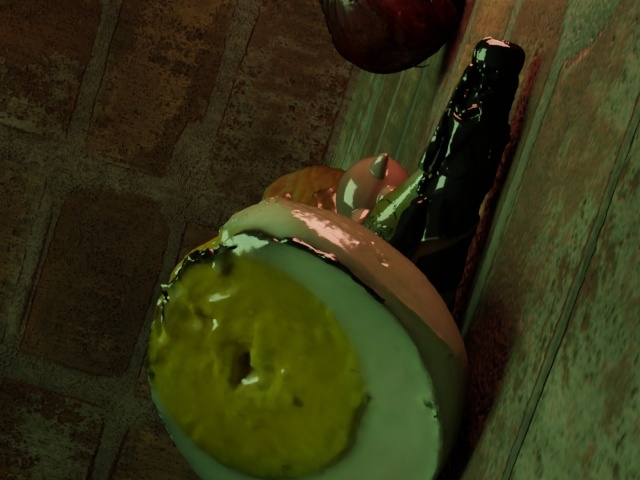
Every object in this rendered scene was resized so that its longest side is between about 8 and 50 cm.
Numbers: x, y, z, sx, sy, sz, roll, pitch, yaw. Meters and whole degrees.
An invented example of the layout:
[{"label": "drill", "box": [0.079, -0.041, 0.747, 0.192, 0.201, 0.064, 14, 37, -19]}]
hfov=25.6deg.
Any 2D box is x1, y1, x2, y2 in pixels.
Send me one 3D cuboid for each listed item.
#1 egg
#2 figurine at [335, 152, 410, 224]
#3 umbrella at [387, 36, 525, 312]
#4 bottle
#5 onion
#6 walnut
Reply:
[{"label": "egg", "box": [0.011, 0.103, 1.321, 0.201, 0.337, 0.337, -42, -20, -47]}, {"label": "figurine", "box": [0.081, -0.056, 1.965, 0.138, 0.125, 0.125, 44, -117, -79]}, {"label": "umbrella", "box": [0.122, -0.040, 1.454, 0.113, 0.106, 0.358, -109, 37, -88]}, {"label": "bottle", "box": [0.107, -0.030, 1.741, 0.270, 0.083, 0.083, 122, 166, -48]}, {"label": "onion", "box": [0.121, -0.386, 2.127, 0.221, 0.281, 0.281, -11, 55, 43]}, {"label": "walnut", "box": [0.000, 0.000, 2.127, 0.228, 0.228, 0.228, -163, 90, -85]}]
